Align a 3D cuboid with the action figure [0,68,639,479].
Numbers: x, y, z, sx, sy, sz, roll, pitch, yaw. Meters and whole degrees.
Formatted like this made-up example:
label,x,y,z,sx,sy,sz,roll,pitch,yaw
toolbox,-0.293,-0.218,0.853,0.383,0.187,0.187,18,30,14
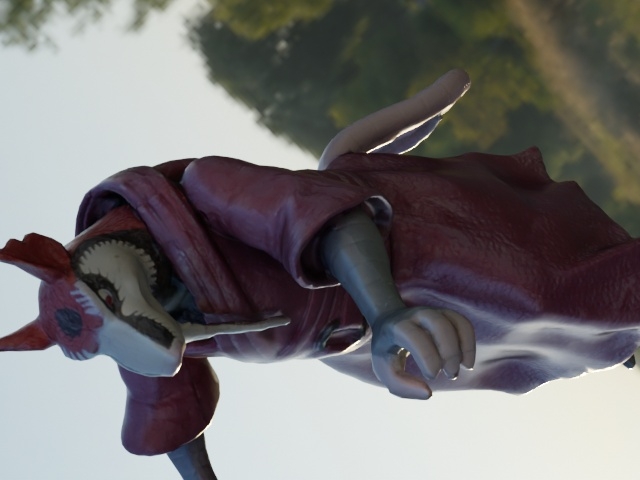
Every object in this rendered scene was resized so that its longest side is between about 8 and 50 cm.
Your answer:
label,x,y,z,sx,sy,sz,roll,pitch,yaw
action figure,0.000,0.000,0.772,0.370,0.248,0.276,4,-122,-41
